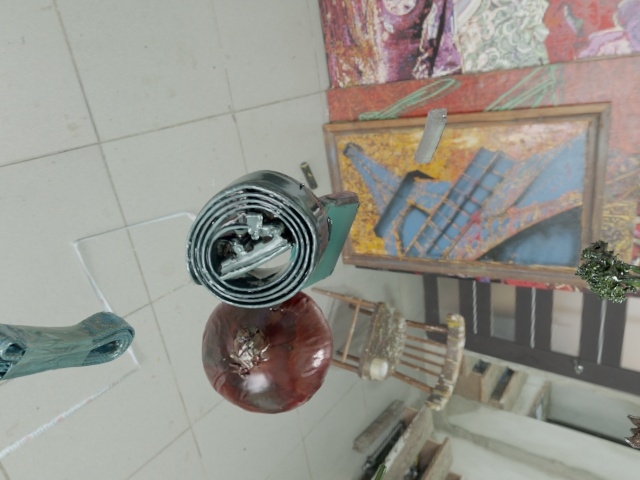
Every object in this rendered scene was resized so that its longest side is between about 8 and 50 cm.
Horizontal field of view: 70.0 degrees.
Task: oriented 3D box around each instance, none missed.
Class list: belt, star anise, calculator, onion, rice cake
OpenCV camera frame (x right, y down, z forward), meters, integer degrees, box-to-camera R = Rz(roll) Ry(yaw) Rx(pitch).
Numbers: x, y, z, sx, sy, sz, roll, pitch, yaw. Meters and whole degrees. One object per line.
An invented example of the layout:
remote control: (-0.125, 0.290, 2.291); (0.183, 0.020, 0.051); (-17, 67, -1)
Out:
belt: (-0.112, 0.009, 0.759); (0.206, 0.267, 0.116); (48, 28, -8)
star anise: (0.641, 0.353, 0.848); (0.141, 0.141, 0.042); (-20, 82, -49)
belt: (-0.420, 0.161, 0.719); (0.087, 0.072, 0.302); (-53, 163, 6)
calculator: (0.000, 0.000, 1.125); (0.274, 0.058, 0.248); (-23, 136, -64)
onion: (-0.147, 0.270, 1.135); (0.285, 0.348, 0.347); (29, 72, -74)
rice cake: (0.251, -0.232, 1.049); (0.206, 0.047, 0.036); (81, 12, -71)

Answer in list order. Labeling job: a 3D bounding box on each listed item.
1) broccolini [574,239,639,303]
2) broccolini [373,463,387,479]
broccolini: (0.468, 0.064, 0.610); (0.057, 0.254, 0.071); (-79, -177, -63)
broccolini: (0.086, 0.545, 0.987); (0.271, 0.062, 0.123); (-16, 129, -59)
